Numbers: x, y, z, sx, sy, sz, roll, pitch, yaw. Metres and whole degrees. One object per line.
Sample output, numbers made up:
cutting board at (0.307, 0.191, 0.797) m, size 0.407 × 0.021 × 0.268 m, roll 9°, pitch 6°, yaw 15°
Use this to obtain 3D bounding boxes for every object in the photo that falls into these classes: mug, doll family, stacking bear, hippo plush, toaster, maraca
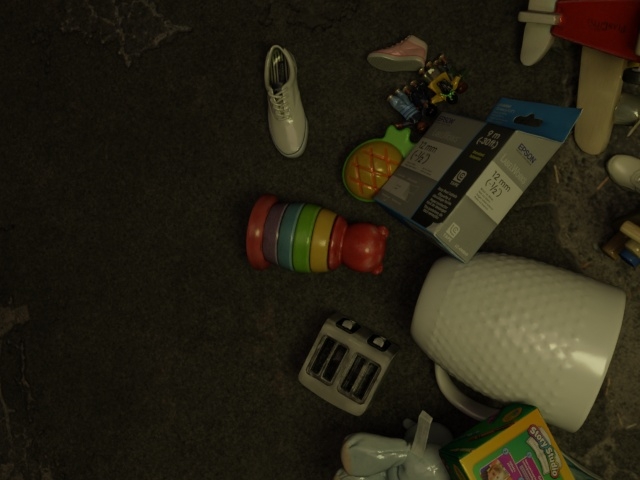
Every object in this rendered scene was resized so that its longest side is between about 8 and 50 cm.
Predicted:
mug at (0.346, 0.204, 1.124) m, size 0.328 × 0.276 × 0.374 m, roll 20°, pitch 123°, yaw 20°
doll family at (0.237, -0.310, 1.258) m, size 0.193 × 0.076 × 0.111 m, roll -40°, pitch 83°, yaw 15°
stacking bear at (0.000, 0.000, 1.265) m, size 0.289 × 0.164 × 0.175 m, roll 9°, pitch 90°, yaw 10°
hippo plush at (0.167, 0.431, 1.157) m, size 0.234 × 0.236 × 0.294 m, roll 25°, pitch 101°, yaw 14°
toaster at (0.057, 0.269, 1.256) m, size 0.168 × 0.110 × 0.186 m, roll 28°, pitch 95°, yaw 15°
maraca at (0.132, -0.164, 1.259) m, size 0.185 × 0.099 × 0.127 m, roll -39°, pitch 95°, yaw 12°

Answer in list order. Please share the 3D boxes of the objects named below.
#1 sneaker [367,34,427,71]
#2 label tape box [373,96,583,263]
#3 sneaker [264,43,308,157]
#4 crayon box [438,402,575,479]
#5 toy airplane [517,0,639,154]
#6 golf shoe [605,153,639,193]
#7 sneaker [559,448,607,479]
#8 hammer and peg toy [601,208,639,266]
sneaker at (0.174, -0.416, 1.291) m, size 0.134 × 0.051 × 0.070 m, roll 11°, pitch 71°, yaw 25°
label tape box at (0.292, -0.156, 1.131) m, size 0.115 × 0.249 × 0.348 m, roll 35°, pitch 94°, yaw -28°
sneaker at (-0.090, -0.317, 1.330) m, size 0.094 × 0.091 × 0.258 m, roll -11°, pitch 85°, yaw 14°
crayon box at (0.334, 0.430, 0.947) m, size 0.165 × 0.081 × 0.278 m, roll -25°, pitch 85°, yaw -18°
toy airplane at (0.562, -0.401, 1.074) m, size 0.272 × 0.386 × 0.384 m, roll -11°, pitch 73°, yaw -18°
golf shoe at (0.642, -0.113, 1.133) m, size 0.176 × 0.086 × 0.069 m, roll 40°, pitch 99°, yaw 15°
sneaker at (0.449, 0.466, 1.082) m, size 0.319 × 0.208 × 0.127 m, roll 25°, pitch 92°, yaw 9°
hammer and peg toy at (0.630, 0.034, 0.987) m, size 0.127 × 0.361 × 0.266 m, roll -46°, pitch 77°, yaw 8°
